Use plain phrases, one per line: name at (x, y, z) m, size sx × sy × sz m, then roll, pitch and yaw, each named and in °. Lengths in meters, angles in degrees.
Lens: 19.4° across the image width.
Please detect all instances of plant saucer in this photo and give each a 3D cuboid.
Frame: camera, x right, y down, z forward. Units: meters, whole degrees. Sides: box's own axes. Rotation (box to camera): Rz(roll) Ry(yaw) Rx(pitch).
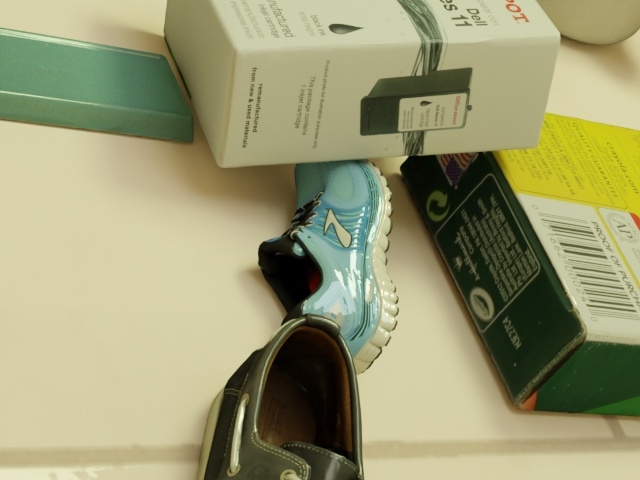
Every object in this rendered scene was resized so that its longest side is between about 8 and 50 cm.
plant saucer at (-0.158, -0.096, 1.092) m, size 0.192 × 0.018 × 0.067 m, roll 5°, pitch 47°, yaw -40°

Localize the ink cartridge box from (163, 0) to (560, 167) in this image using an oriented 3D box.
ink cartridge box at (0.023, -0.125, 1.155) m, size 0.208 × 0.087 × 0.153 m, roll -4°, pitch 38°, yaw -19°

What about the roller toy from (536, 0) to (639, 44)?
roller toy at (0.221, -0.269, 1.534) m, size 0.191 × 0.146 × 0.209 m, roll 18°, pitch 40°, yaw -29°

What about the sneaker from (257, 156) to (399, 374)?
sneaker at (0.000, 0.000, 1.095) m, size 0.073 × 0.063 × 0.162 m, roll 18°, pitch 39°, yaw -24°

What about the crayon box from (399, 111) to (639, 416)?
crayon box at (0.225, 0.020, 1.269) m, size 0.318 × 0.081 × 0.202 m, roll 8°, pitch 45°, yaw -38°

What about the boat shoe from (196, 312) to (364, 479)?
boat shoe at (-0.018, 0.134, 0.914) m, size 0.084 × 0.079 × 0.233 m, roll 27°, pitch 38°, yaw -21°
